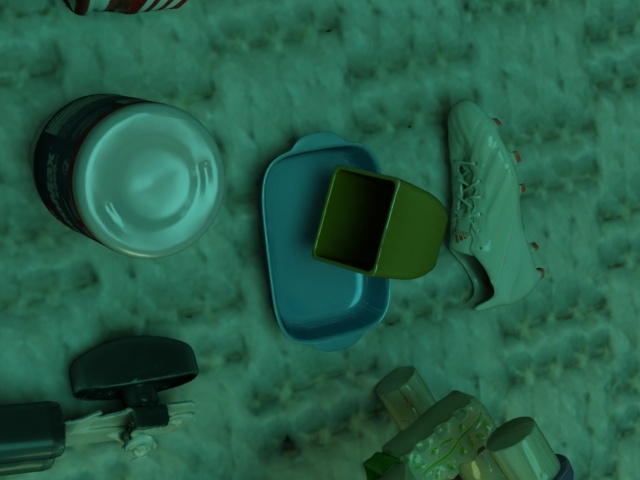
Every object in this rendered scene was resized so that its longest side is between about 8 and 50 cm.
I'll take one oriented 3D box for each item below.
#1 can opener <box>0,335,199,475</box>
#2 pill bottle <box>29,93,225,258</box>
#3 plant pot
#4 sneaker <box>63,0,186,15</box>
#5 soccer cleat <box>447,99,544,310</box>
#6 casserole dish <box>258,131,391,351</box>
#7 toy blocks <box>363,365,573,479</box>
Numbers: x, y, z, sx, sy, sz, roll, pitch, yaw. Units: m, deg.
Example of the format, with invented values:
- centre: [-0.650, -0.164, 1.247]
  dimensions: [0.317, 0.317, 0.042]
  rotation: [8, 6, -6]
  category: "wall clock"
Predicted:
- centre: [-0.229, 0.139, 1.051]
  dimensions: [0.280, 0.074, 0.093]
  rotation: [-7, 67, -27]
  category: "can opener"
- centre: [-0.150, -0.052, 0.985]
  dimensions: [0.108, 0.180, 0.107]
  rotation: [-5, 100, -25]
  category: "pill bottle"
- centre: [0.057, -0.010, 1.115]
  dimensions: [0.083, 0.081, 0.081]
  rotation: [13, 93, -41]
  category: "plant pot"
- centre: [-0.129, -0.281, 1.025]
  dimensions: [0.128, 0.087, 0.221]
  rotation: [-4, 113, -34]
  category: "sneaker"
- centre: [0.143, -0.027, 1.202]
  dimensions: [0.076, 0.068, 0.196]
  rotation: [-25, 112, -18]
  category: "soccer cleat"
- centre: [0.000, 0.000, 1.150]
  dimensions: [0.114, 0.037, 0.188]
  rotation: [-12, 104, -25]
  category: "casserole dish"
- centre: [0.093, 0.300, 1.092]
  dimensions: [0.289, 0.309, 0.260]
  rotation: [-36, 106, -16]
  category: "toy blocks"
